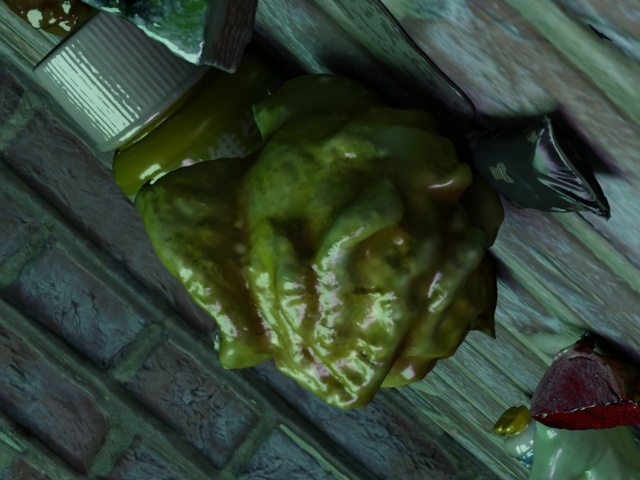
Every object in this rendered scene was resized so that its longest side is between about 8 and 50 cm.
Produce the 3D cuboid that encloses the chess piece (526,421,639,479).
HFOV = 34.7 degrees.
[{"bbox_3d":[0.378,0.321,1.368,0.298,0.176,0.175,45,169,-23],"label":"chess piece"}]

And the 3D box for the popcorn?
[{"bbox_3d":[-0.002,0.011,0.945,0.325,0.321,0.290,19,-172,-26],"label":"popcorn"}]

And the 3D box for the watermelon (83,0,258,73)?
[{"bbox_3d":[-0.162,-0.248,0.865,0.264,0.151,0.302,28,170,17],"label":"watermelon"}]

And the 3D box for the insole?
[{"bbox_3d":[0.061,-0.167,0.859,0.193,0.006,0.065,42,169,-16],"label":"insole"}]

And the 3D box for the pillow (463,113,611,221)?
[{"bbox_3d":[0.168,-0.058,0.824,0.090,0.048,0.150,37,173,-17],"label":"pillow"}]

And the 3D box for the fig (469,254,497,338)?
[{"bbox_3d":[0.166,0.062,1.214,0.155,0.103,0.109,50,-169,-11],"label":"fig"}]

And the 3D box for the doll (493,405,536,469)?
[{"bbox_3d":[0.416,0.396,1.666,0.314,0.141,0.177,43,166,2],"label":"doll"}]

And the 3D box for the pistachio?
[{"bbox_3d":[-0.298,-0.300,1.256,0.210,0.131,0.165,34,169,-15],"label":"pistachio"}]

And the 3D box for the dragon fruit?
[{"bbox_3d":[0.318,0.161,1.170,0.147,0.096,0.102,-15,143,40],"label":"dragon fruit"}]

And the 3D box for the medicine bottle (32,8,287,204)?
[{"bbox_3d":[-0.122,-0.107,1.157,0.384,0.224,0.224,48,168,-18],"label":"medicine bottle"}]
